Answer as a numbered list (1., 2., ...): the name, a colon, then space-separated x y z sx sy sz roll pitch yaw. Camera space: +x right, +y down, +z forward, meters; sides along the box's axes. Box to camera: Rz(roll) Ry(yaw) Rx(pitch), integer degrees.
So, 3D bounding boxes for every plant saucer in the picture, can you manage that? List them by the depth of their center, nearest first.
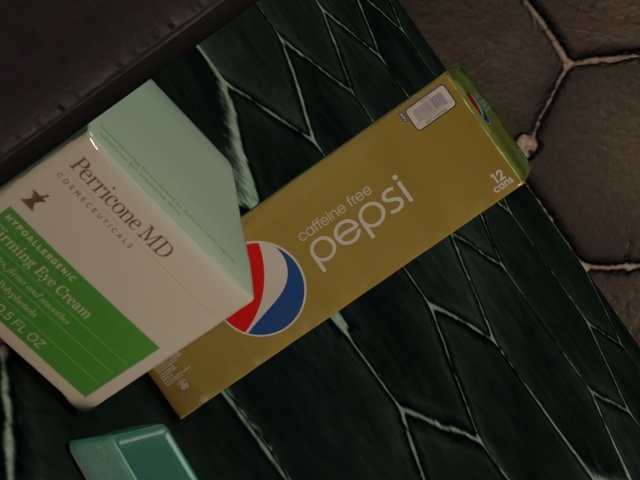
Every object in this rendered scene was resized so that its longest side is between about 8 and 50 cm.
1. plant saucer: -0.029 0.151 0.679 0.192 0.018 0.067 57 13 10

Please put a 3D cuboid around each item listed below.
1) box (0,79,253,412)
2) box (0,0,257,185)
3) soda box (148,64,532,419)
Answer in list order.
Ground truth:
1. box: -0.091 -0.012 0.692 0.101 0.087 0.102 47 16 -32
2. box: -0.126 -0.161 0.377 0.312 0.343 0.179 55 13 -6
3. soda box: 0.000 0.000 0.777 0.058 0.181 0.061 55 13 -1
